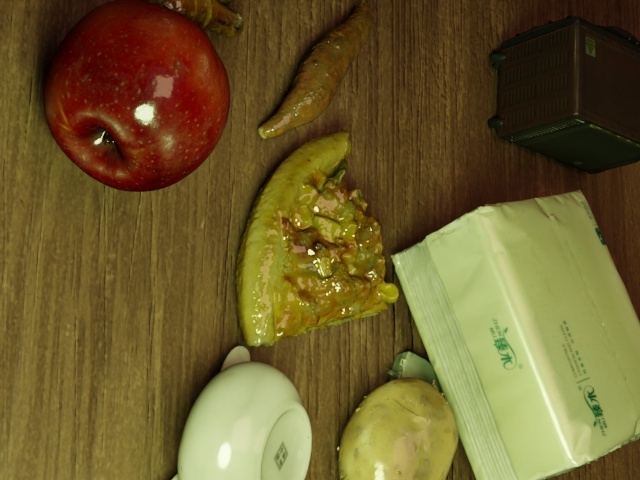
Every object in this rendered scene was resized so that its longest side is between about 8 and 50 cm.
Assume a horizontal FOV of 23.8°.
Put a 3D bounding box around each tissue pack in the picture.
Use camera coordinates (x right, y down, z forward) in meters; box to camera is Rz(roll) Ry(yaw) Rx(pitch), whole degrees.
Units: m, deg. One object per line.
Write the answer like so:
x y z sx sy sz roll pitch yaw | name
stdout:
0.303 0.139 2.143 0.297 0.207 0.380 -14 79 -50 | tissue pack

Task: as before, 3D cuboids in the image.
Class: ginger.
-0.168 -0.322 1.984 0.162 0.073 0.103 7 86 -47 | ginger

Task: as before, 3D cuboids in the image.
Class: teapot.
-0.112 0.260 1.811 0.299 0.166 0.208 -50 152 -32 | teapot

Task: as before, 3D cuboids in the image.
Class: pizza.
-0.027 -0.005 2.009 0.268 0.087 0.258 -15 84 -41 | pizza

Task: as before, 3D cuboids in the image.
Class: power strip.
0.169 0.224 2.149 0.227 0.029 0.080 29 60 -33 | power strip

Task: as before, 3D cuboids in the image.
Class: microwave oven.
0.414 -0.230 2.407 0.247 0.178 0.188 16 67 -39 | microwave oven

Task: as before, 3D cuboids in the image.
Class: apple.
-0.216 -0.170 1.792 0.218 0.218 0.201 44 58 -23 | apple

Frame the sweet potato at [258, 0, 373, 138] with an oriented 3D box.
0.008 -0.248 2.121 0.066 0.072 0.314 23 54 9 | sweet potato

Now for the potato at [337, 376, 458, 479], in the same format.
0.098 0.297 2.007 0.161 0.128 0.234 9 75 -24 | potato
